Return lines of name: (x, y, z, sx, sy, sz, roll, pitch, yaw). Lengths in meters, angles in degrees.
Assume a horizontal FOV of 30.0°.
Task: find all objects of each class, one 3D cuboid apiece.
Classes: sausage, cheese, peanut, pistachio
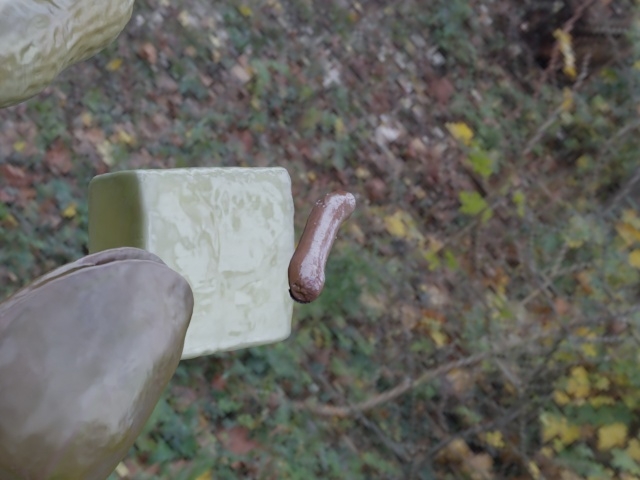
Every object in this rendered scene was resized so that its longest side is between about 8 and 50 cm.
sausage: (0.000, 0.000, 1.248, 0.043, 0.043, 0.186, 47, 33, -17)
cheese: (-0.162, 0.027, 1.551, 0.265, 0.124, 0.243, -5, 92, -47)
peanut: (-0.265, -0.193, 1.037, 0.125, 0.111, 0.274, 28, 34, 10)
pistachio: (-0.222, 0.111, 1.023, 0.163, 0.260, 0.213, 26, -15, 28)
